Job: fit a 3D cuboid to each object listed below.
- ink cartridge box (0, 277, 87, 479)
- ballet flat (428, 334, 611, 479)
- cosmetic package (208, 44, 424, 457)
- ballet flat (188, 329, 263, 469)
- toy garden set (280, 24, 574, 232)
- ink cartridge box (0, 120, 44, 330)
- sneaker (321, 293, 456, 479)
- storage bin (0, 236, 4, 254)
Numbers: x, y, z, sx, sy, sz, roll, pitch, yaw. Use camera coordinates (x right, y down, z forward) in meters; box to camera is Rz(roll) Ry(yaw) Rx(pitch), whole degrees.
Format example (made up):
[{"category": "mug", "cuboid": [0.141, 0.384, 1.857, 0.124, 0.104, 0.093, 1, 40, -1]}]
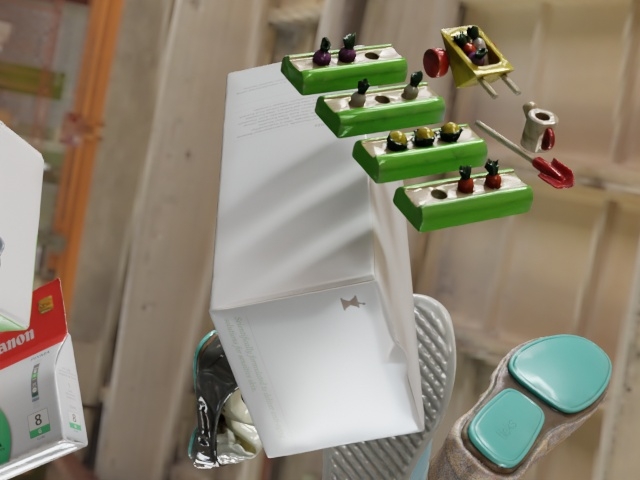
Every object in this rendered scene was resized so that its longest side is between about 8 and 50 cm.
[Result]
[{"category": "ink cartridge box", "cuboid": [-0.379, 0.170, 1.804, 0.181, 0.056, 0.225, -25, -117, 20]}, {"category": "ballet flat", "cuboid": [0.194, 0.184, 1.526, 0.107, 0.316, 0.106, 43, -57, 17]}, {"category": "cosmetic package", "cuboid": [0.000, 0.000, 1.419, 0.365, 0.155, 0.197, -88, 165, -52]}, {"category": "ballet flat", "cuboid": [-0.114, 0.225, 1.900, 0.095, 0.096, 0.280, -49, 159, -32]}, {"category": "toy garden set", "cuboid": [0.111, -0.112, 1.280, 0.244, 0.203, 0.049, 52, -39, 41]}, {"category": "ink cartridge box", "cuboid": [-0.444, -0.007, 1.584, 0.115, 0.272, 0.198, 49, 40, -67]}, {"category": "sneaker", "cuboid": [0.069, 0.219, 1.723, 0.150, 0.135, 0.366, -55, 163, -73]}, {"category": "storage bin", "cuboid": [-0.255, 0.040, 0.865, 0.098, 0.135, 0.091, -83, -176, -62]}]
